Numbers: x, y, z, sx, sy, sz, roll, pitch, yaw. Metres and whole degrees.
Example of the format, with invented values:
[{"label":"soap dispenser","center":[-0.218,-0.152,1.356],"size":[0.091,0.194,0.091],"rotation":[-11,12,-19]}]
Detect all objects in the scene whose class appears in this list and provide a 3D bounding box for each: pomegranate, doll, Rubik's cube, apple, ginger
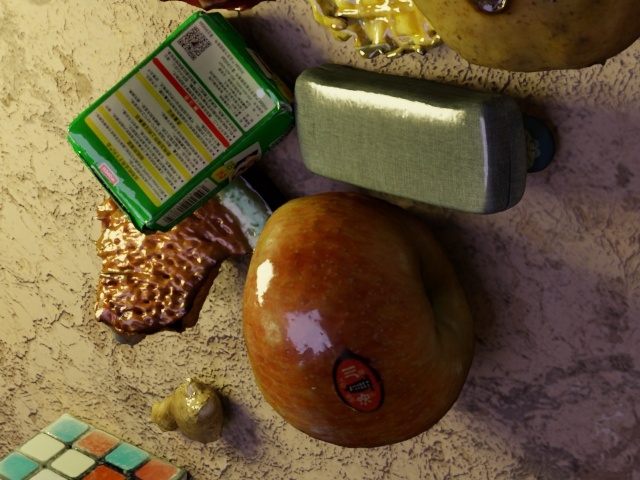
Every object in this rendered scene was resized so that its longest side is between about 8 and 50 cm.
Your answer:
[{"label":"pomegranate","center":[0.208,-0.299,1.567],"size":[0.281,0.281,0.281],"rotation":[20,126,30]},{"label":"doll","center":[0.217,-0.110,1.812],"size":[0.083,0.050,0.076],"rotation":[5,115,37]},{"label":"Rubik's cube","center":[-0.368,0.456,2.478],"size":[0.256,0.253,0.259],"rotation":[23,125,27]},{"label":"apple","center":[0.053,0.092,1.918],"size":[0.250,0.277,0.309],"rotation":[7,145,22]},{"label":"ginger","center":[-0.183,0.250,2.342],"size":[0.096,0.067,0.165],"rotation":[54,148,1]}]

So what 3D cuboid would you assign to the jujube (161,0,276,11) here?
[{"label":"jujube","center":[-0.168,-0.375,1.818],"size":[0.377,0.258,0.258],"rotation":[34,134,43]}]

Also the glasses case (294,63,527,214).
[{"label":"glasses case","center":[0.095,-0.116,1.850],"size":[0.323,0.074,0.131],"rotation":[17,120,47]}]

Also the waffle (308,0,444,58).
[{"label":"waffle","center":[0.090,-0.308,1.792],"size":[0.262,0.060,0.280],"rotation":[41,130,16]}]

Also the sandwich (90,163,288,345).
[{"label":"sandwich","center":[-0.186,0.001,2.124],"size":[0.250,0.162,0.301],"rotation":[34,97,9]}]

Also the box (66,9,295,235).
[{"label":"box","center":[-0.164,-0.142,1.990],"size":[0.250,0.103,0.180],"rotation":[-40,86,4]}]
